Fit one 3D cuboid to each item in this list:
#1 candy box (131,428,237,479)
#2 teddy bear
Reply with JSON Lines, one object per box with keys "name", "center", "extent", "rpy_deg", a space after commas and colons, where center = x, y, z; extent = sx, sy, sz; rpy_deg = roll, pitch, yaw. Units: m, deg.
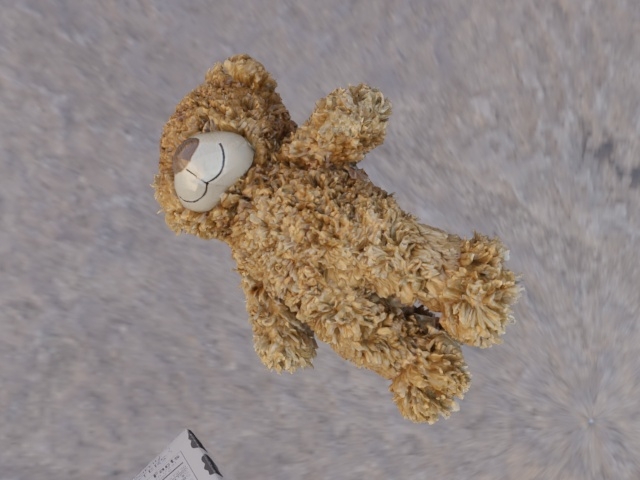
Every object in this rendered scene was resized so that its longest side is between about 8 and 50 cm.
{"name": "candy box", "center": [-0.015, 0.187, 0.788], "extent": [0.070, 0.196, 0.165], "rpy_deg": [-43, 107, -4]}
{"name": "teddy bear", "center": [0.000, 0.000, 1.361], "extent": [0.338, 0.113, 0.245], "rpy_deg": [52, 134, 6]}
